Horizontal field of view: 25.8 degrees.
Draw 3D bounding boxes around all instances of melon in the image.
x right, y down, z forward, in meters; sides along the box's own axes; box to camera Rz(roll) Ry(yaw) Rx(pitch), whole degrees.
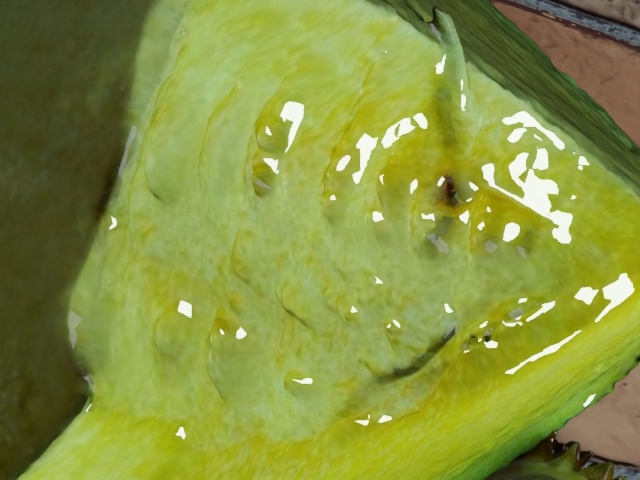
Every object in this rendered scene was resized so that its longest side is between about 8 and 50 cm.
[{"bbox_3d":[0.000,0.000,0.497,0.343,0.226,0.331,21,68,-55],"label":"melon"}]

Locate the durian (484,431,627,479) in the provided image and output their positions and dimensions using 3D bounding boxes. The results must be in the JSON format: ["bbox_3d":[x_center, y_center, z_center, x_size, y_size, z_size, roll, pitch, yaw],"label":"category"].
[{"bbox_3d":[0.095,0.176,0.600,0.139,0.144,0.252,0,67,-3],"label":"durian"}]
